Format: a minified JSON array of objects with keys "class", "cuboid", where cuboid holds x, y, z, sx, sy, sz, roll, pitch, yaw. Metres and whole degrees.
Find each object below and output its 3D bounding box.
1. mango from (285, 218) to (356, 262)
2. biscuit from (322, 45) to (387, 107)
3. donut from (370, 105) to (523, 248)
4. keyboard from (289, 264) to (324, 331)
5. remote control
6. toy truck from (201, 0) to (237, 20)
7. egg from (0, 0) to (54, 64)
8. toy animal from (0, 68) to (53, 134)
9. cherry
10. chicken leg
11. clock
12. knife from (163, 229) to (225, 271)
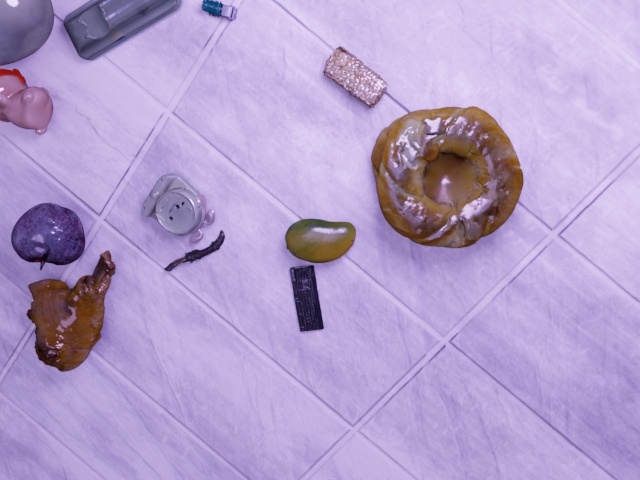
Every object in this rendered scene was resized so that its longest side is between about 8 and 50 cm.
[{"class":"mango","cuboid":[-0.002,0.003,1.297,0.191,0.085,0.122,7,101,11]},{"class":"biscuit","cuboid":[0.087,-0.403,1.191,0.168,0.070,0.082,37,101,3]},{"class":"donut","cuboid":[0.290,-0.155,1.160,0.360,0.170,0.360,1,102,6]},{"class":"keyboard","cuboid":[-0.040,0.168,1.381,0.074,0.015,0.196,-6,102,12]},{"class":"remote control","cuboid":[-0.527,-0.604,1.272,0.335,0.065,0.128,-22,100,16]},{"class":"toy truck","cuboid":[-0.259,-0.591,1.231,0.083,0.044,0.039,19,109,7]},{"class":"egg","cuboid":[-0.871,-0.590,1.248,0.352,0.258,0.258,-13,100,13]},{"class":"toy animal","cuboid":[-0.864,-0.397,1.345,0.198,0.171,0.171,28,107,2]},{"class":"cherry","cuboid":[-0.790,-0.016,1.412,0.195,0.195,0.195,3,104,11]},{"class":"chicken leg","cuboid":[-0.769,0.183,1.472,0.295,0.182,0.409,38,104,18]},{"class":"clock","cuboid":[-0.398,-0.085,1.370,0.191,0.062,0.151,38,108,0]},{"class":"knife","cuboid":[-0.365,0.042,1.414,0.222,0.021,0.045,-31,96,13]}]
